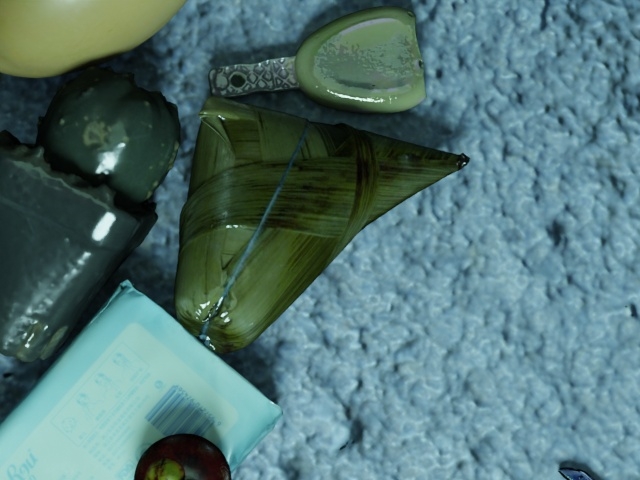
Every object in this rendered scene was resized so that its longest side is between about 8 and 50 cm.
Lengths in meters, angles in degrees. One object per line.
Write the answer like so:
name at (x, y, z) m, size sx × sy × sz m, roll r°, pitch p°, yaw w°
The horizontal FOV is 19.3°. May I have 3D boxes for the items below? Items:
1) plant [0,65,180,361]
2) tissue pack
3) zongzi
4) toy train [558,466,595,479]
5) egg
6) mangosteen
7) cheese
plant at (-0.218, -0.027, 1.579) m, size 0.142 × 0.164 × 0.256 m, roll 32°, pitch 90°, yaw 2°
tissue pack at (-0.181, 0.188, 1.590) m, size 0.177 × 0.089 × 0.263 m, roll 41°, pitch 85°, yaw 3°
zongzi at (0.000, 0.000, 1.595) m, size 0.242 × 0.112 × 0.221 m, roll 10°, pitch 62°, yaw -5°
toy train at (0.243, 0.223, 1.644) m, size 0.083 × 0.017 × 0.017 m, roll 41°, pitch 80°, yaw 2°
egg at (-0.207, -0.245, 1.584) m, size 0.201 × 0.201 × 0.244 m, roll 42°, pitch 91°, yaw 2°
mangosteen at (-0.109, 0.196, 1.511) m, size 0.081 × 0.081 × 0.081 m, roll 0°, pitch 83°, yaw -3°
cheese at (-0.003, -0.150, 1.666) m, size 0.192 × 0.037 × 0.097 m, roll -9°, pitch 82°, yaw -4°
